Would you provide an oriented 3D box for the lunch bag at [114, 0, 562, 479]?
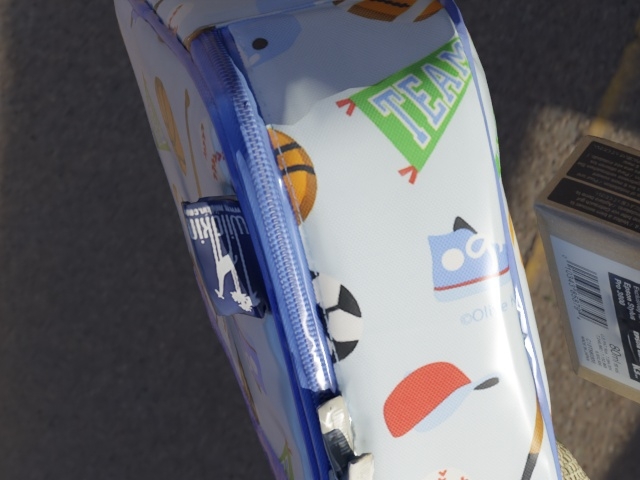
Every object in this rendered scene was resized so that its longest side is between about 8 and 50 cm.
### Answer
[{"bbox_3d":[0.000,0.000,0.633,0.115,0.303,0.243,-16,115,-7],"label":"lunch bag"}]

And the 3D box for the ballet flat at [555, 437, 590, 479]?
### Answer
[{"bbox_3d":[0.099,0.285,1.112,0.164,0.483,0.182,-22,106,29],"label":"ballet flat"}]

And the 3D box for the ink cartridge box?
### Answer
[{"bbox_3d":[0.283,0.047,1.188,0.193,0.088,0.234,24,152,36],"label":"ink cartridge box"}]
